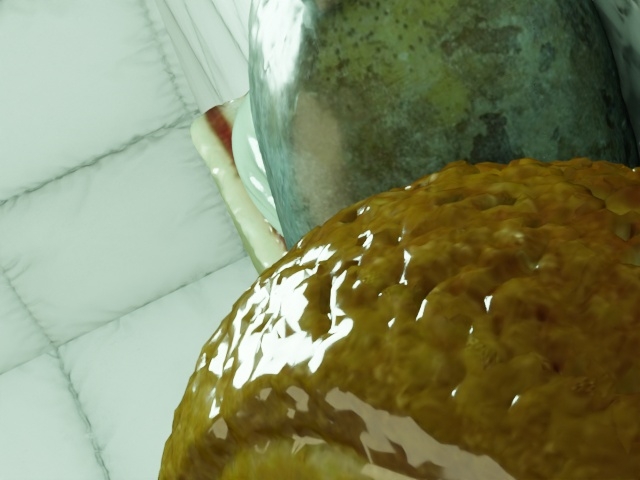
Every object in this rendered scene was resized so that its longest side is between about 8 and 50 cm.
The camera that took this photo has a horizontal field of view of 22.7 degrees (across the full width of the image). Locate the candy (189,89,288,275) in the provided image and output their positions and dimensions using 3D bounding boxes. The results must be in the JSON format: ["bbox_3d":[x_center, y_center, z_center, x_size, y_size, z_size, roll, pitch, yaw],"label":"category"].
[{"bbox_3d":[0.000,0.000,1.470,0.320,0.135,0.179,-119,6,-49],"label":"candy"}]

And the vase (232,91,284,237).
[{"bbox_3d":[0.041,-0.021,1.074,0.248,0.128,0.128,50,167,37],"label":"vase"}]

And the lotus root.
[{"bbox_3d":[0.058,-0.027,0.683,0.175,0.175,0.349,-123,13,-54],"label":"lotus root"}]

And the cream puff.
[{"bbox_3d":[0.092,0.100,0.512,0.303,0.212,0.303,30,140,28],"label":"cream puff"}]
